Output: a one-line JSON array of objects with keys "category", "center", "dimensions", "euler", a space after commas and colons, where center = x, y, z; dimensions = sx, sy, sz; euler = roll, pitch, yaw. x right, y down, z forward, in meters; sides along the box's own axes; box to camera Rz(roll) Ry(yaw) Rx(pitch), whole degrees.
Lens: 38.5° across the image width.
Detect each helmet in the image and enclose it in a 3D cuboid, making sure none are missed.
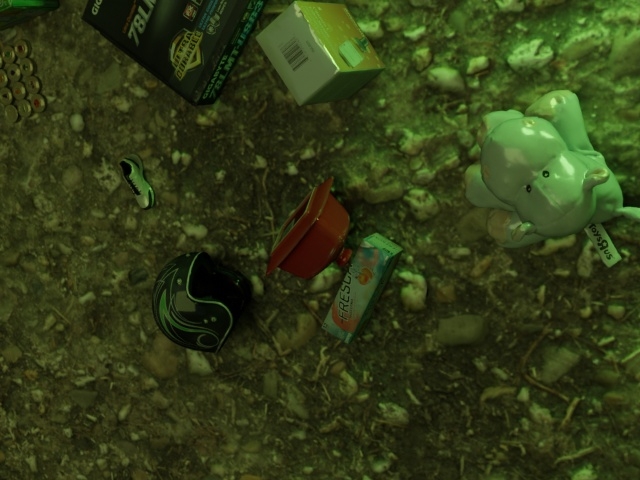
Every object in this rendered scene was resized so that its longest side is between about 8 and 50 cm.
[{"category": "helmet", "center": [-0.221, 0.108, 1.634], "dimensions": [0.161, 0.169, 0.169], "euler": [30, 114, 0]}]

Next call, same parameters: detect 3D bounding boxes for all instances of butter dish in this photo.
[{"category": "butter dish", "center": [0.000, 0.000, 1.523], "dimensions": [0.118, 0.160, 0.160], "euler": [37, 117, -11]}]

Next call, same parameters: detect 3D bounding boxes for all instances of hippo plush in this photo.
[{"category": "hippo plush", "center": [0.305, -0.060, 1.287], "dimensions": [0.234, 0.236, 0.294], "euler": [-41, 82, 27]}]

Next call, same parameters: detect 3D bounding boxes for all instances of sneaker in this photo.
[{"category": "sneaker", "center": [-0.348, -0.107, 1.717], "dimensions": [0.040, 0.043, 0.109], "euler": [-20, 94, 27]}]

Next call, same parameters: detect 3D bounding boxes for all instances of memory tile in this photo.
[{"category": "memory tile", "center": [-0.602, -0.315, 1.816], "dimensions": [0.113, 0.012, 0.148], "euler": [-13, 95, 29]}]

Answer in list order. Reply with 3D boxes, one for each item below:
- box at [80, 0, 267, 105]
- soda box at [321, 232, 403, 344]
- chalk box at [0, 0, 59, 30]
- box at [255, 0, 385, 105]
[{"category": "box", "center": [-0.243, -0.433, 1.578], "dimensions": [0.293, 0.073, 0.296], "euler": [38, 114, 14]}, {"category": "soda box", "center": [0.070, 0.081, 1.536], "dimensions": [0.058, 0.063, 0.183], "euler": [31, 113, 17]}, {"category": "chalk box", "center": [-0.587, -0.480, 1.704], "dimensions": [0.213, 0.132, 0.132], "euler": [-12, 96, 28]}, {"category": "box", "center": [0.003, -0.292, 1.426], "dimensions": [0.091, 0.170, 0.130], "euler": [-36, 84, 30]}]
